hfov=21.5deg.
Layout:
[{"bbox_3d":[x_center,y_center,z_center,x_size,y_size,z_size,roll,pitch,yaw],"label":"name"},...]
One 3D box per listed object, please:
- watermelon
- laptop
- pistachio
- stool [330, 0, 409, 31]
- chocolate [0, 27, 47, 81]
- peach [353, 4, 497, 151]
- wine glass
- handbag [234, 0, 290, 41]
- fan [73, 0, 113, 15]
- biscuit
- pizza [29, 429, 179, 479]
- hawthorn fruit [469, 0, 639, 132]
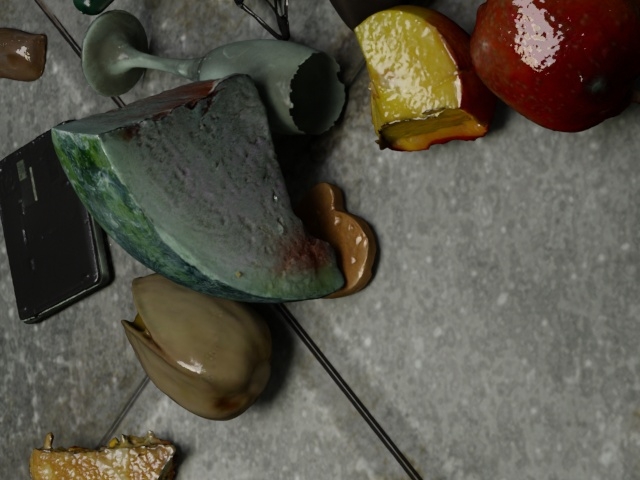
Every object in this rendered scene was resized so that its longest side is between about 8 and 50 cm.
[{"bbox_3d":[-0.119,-0.066,1.680,0.213,0.320,0.289,-62,18,1],"label":"watermelon"},{"bbox_3d":[-0.315,-0.022,1.964,0.154,0.026,0.207,-26,69,37],"label":"laptop"},{"bbox_3d":[-0.131,0.105,1.731,0.206,0.131,0.129,29,97,42],"label":"pistachio"},{"bbox_3d":[0.038,-0.282,1.630,0.121,0.125,0.217,-30,27,0],"label":"stool"},{"bbox_3d":[-0.373,-0.223,2.028,0.101,0.031,0.064,14,100,39],"label":"chocolate"},{"bbox_3d":[0.098,-0.153,1.565,0.151,0.118,0.151,169,90,-78],"label":"peach"},{"bbox_3d":[-0.108,-0.098,1.793,0.310,0.096,0.264,16,120,39],"label":"wine glass"},{"bbox_3d":[-0.059,-0.268,1.731,0.139,0.072,0.115,67,163,3],"label":"handbag"},{"bbox_3d":[-0.209,-0.302,1.844,0.155,0.039,0.082,-46,45,-13],"label":"fan"},{"bbox_3d":[0.001,0.000,1.695,0.140,0.023,0.118,13,95,41],"label":"biscuit"},{"bbox_3d":[-0.217,0.269,1.838,0.199,0.062,0.188,-34,78,27],"label":"pizza"},{"bbox_3d":[0.225,-0.165,1.447,0.194,0.157,0.157,40,113,16],"label":"hawthorn fruit"}]
